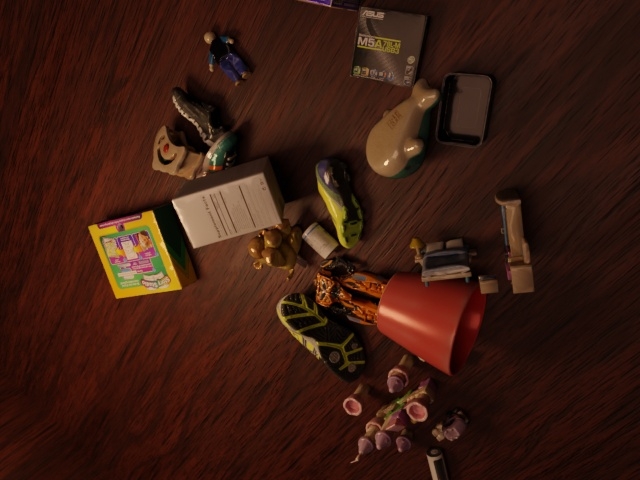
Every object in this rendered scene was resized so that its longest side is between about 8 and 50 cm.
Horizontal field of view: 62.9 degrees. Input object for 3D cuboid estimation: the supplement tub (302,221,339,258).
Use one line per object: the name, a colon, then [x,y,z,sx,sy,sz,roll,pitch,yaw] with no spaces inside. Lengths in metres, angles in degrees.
supplement tub: [0.000,0.000,1.676,0.107,0.071,0.071,43,121,5]

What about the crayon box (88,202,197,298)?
crayon box: [-0.685,0.048,2.015,0.363,0.106,0.312,-10,105,29]

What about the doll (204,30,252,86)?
doll: [-0.301,-0.571,1.630,0.129,0.046,0.189,-37,90,31]

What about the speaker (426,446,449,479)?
speaker: [0.399,0.773,1.772,0.055,0.055,0.136,-8,104,28]

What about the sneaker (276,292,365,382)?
sneaker: [0.005,0.321,1.774,0.384,0.145,0.147,50,163,-9]

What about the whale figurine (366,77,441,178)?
whale figurine: [0.241,-0.290,1.407,0.272,0.141,0.216,-58,35,24]

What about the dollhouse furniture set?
dollhouse furniture set: [0.372,0.006,1.368,0.304,0.286,0.198,-8,105,17]

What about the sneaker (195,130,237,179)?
sneaker: [-0.331,-0.223,1.747,0.121,0.108,0.302,36,123,1]

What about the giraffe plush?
giraffe plush: [-0.163,0.026,1.736,0.171,0.181,0.210,8,147,34]

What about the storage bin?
storage bin: [0.377,-0.341,1.357,0.122,0.084,0.180,13,113,22]

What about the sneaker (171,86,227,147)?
sneaker: [-0.388,-0.422,1.714,0.106,0.078,0.234,-36,94,29]

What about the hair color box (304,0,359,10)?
hair color box: [-0.075,-0.700,1.390,0.339,0.185,0.110,20,116,20]

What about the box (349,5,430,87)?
box: [0.184,-0.521,1.409,0.191,0.045,0.184,18,118,19]

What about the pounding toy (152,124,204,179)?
pounding toy: [-0.471,-0.294,1.787,0.270,0.155,0.154,19,95,45]

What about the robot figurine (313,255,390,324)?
robot figurine: [0.105,0.169,1.678,0.291,0.085,0.210,13,113,22]

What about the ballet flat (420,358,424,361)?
ballet flat: [0.350,0.354,1.635,0.203,0.074,0.074,13,114,20]

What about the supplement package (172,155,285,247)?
supplement package: [-0.279,-0.121,1.638,0.293,0.177,0.175,-15,115,7]

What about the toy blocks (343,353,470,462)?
toy blocks: [0.250,0.581,1.655,0.309,0.260,0.288,49,121,3]

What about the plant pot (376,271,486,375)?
plant pot: [0.312,0.216,1.504,0.243,0.275,0.274,18,115,30]

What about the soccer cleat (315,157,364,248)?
soccer cleat: [0.055,-0.117,1.613,0.121,0.094,0.288,12,122,56]
